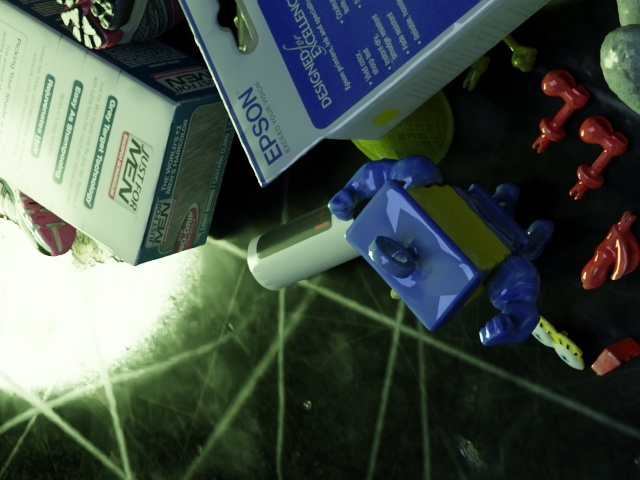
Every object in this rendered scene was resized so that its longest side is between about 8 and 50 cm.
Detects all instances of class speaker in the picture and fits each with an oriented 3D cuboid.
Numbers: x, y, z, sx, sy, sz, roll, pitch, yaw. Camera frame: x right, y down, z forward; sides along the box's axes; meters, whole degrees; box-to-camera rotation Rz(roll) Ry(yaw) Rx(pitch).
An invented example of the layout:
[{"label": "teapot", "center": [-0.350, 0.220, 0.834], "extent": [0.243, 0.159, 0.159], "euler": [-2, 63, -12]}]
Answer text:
[{"label": "speaker", "center": [0.000, 0.000, 1.629], "extent": [0.136, 0.055, 0.055], "euler": [-23, 87, 40]}]

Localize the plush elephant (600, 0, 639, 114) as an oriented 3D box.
[{"label": "plush elephant", "center": [0.338, -0.095, 1.199], "extent": [0.255, 0.272, 0.330], "euler": [52, 157, 41]}]

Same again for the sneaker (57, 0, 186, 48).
[{"label": "sneaker", "center": [-0.158, -0.320, 1.624], "extent": [0.121, 0.112, 0.299], "euler": [39, 128, 36]}]

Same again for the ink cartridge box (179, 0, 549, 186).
[{"label": "ink cartridge box", "center": [0.026, -0.242, 1.447], "extent": [0.307, 0.072, 0.303], "euler": [-38, 60, 27]}]

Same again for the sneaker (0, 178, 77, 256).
[{"label": "sneaker", "center": [-0.309, -0.039, 1.862], "extent": [0.170, 0.063, 0.075], "euler": [51, 128, 22]}]

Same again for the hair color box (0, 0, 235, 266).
[{"label": "hair color box", "center": [-0.245, -0.136, 1.756], "extent": [0.347, 0.105, 0.174], "euler": [32, 120, 29]}]

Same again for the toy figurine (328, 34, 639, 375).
[{"label": "toy figurine", "center": [0.101, -0.038, 1.432], "extent": [0.362, 0.217, 0.191], "euler": [49, 126, 17]}]

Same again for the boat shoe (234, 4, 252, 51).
[{"label": "boat shoe", "center": [-0.035, -0.202, 1.592], "extent": [0.069, 0.081, 0.228], "euler": [21, 107, 35]}]
